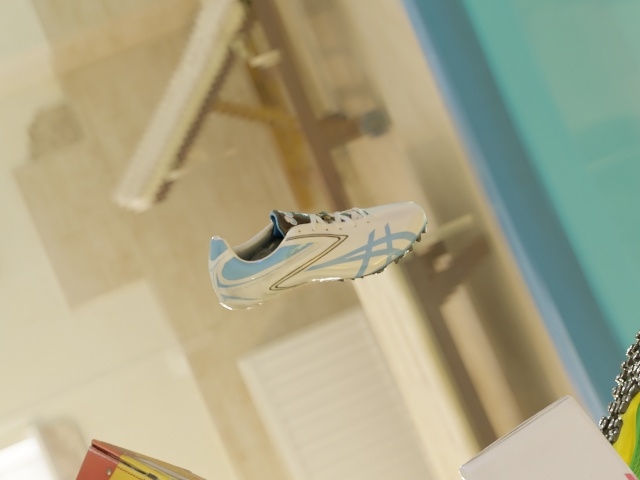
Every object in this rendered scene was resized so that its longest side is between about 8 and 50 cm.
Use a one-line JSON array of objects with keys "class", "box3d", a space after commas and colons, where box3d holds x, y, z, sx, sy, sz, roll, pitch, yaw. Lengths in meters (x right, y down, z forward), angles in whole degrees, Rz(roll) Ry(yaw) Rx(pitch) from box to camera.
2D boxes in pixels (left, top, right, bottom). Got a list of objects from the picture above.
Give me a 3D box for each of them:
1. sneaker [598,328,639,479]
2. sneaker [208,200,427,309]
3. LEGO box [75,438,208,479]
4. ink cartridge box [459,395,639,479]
[{"class": "sneaker", "box3d": [0.410, 0.197, 2.162, 0.146, 0.343, 0.134, 26, -178, -6]}, {"class": "sneaker", "box3d": [0.000, 0.000, 1.907, 0.085, 0.237, 0.086, -142, 37, -61]}, {"class": "LEGO box", "box3d": [-0.110, 0.484, 2.062, 0.500, 0.372, 0.193, 20, 176, 42]}, {"class": "ink cartridge box", "box3d": [0.245, 0.296, 1.565, 0.207, 0.117, 0.283, 53, 174, 42]}]
